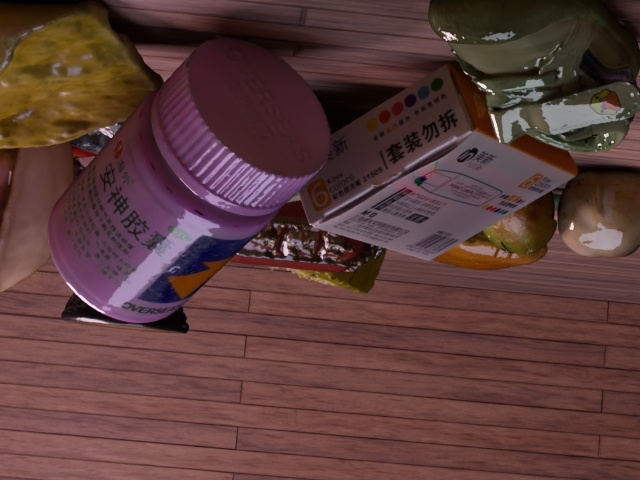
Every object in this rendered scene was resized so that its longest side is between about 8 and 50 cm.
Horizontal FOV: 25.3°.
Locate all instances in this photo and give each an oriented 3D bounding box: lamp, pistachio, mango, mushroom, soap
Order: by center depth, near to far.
[{"bbox_3d":[-0.385,-0.163,1.423,0.427,0.115,0.306,3,172,19],"label":"soap"},{"bbox_3d":[-0.409,-0.064,1.727,0.230,0.230,0.309,6,133,-11],"label":"pistachio"},{"bbox_3d":[0.394,-0.038,1.958,0.148,0.148,0.112,4,-147,7],"label":"mushroom"},{"bbox_3d":[0.271,-0.039,1.982,0.111,0.125,0.233,0,169,5],"label":"mango"},{"bbox_3d":[-0.036,-0.043,2.028,0.274,0.177,0.177,6,174,-10],"label":"lamp"}]

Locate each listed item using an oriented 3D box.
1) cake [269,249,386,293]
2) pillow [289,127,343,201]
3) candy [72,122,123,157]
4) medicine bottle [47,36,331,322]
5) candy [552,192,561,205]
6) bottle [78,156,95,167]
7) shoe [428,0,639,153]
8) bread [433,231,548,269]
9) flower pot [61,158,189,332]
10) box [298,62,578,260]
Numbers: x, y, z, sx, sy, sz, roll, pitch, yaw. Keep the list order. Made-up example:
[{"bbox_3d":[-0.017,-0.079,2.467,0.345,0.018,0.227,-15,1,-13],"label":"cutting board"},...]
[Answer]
[{"bbox_3d":[0.000,0.000,2.439,0.179,0.156,0.260,20,175,24],"label":"cake"},{"bbox_3d":[-0.056,-0.080,1.723,0.274,0.076,0.281,-12,-177,4],"label":"pillow"},{"bbox_3d":[-0.337,-0.141,1.854,0.086,0.059,0.292,15,168,-43],"label":"candy"},{"bbox_3d":[-0.138,-0.056,1.452,0.178,0.178,0.291,10,143,-38],"label":"medicine bottle"},{"bbox_3d":[0.497,-0.016,2.214,0.440,0.119,0.119,16,170,-26],"label":"candy"},{"bbox_3d":[-0.298,-0.128,1.960,0.053,0.053,0.140,7,173,-20],"label":"bottle"},{"bbox_3d":[0.199,-0.146,1.196,0.140,0.128,0.262,-15,167,29],"label":"shoe"},{"bbox_3d":[0.252,-0.013,2.220,0.174,0.121,0.245,14,172,-10],"label":"bread"},{"bbox_3d":[-0.281,0.002,2.154,0.267,0.267,0.266,4,173,1],"label":"flower pot"},{"bbox_3d":[0.128,-0.077,1.551,0.221,0.091,0.274,-30,157,23],"label":"box"}]
